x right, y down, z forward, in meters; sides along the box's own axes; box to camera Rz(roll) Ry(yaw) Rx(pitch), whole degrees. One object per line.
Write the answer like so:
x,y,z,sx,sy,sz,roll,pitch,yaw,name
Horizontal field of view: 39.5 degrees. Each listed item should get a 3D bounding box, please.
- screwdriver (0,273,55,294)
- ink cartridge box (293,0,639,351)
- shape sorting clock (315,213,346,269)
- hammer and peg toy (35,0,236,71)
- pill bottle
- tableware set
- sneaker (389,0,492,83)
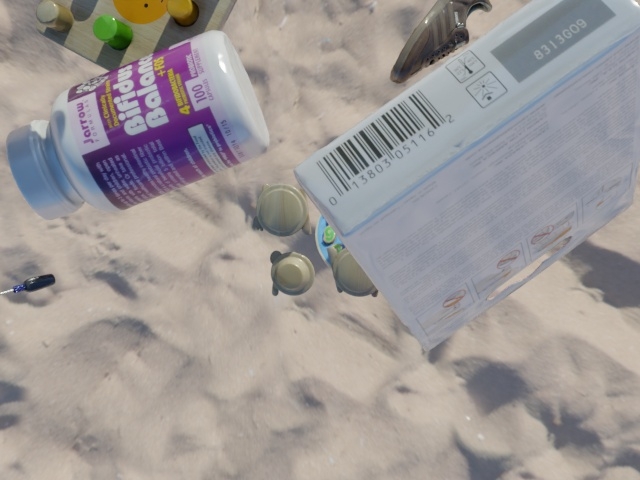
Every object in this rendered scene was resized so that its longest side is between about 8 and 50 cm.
-0.504,0.084,1.425,0.170,0.025,0.024,-20,112,-39,screwdriver
0.173,-0.051,0.893,0.308,0.385,0.091,-36,63,1,ink cartridge box
0.091,-0.022,1.524,0.206,0.040,0.206,-7,57,11,shape sorting clock
-0.295,-0.389,1.286,0.361,0.127,0.266,30,96,9,hammer and peg toy
-0.231,-0.136,1.129,0.302,0.169,0.169,-21,95,5,pill bottle
0.000,0.000,1.071,0.169,0.020,0.141,-1,100,12,tableware set
0.175,-0.293,1.284,0.071,0.066,0.188,36,86,3,sneaker
